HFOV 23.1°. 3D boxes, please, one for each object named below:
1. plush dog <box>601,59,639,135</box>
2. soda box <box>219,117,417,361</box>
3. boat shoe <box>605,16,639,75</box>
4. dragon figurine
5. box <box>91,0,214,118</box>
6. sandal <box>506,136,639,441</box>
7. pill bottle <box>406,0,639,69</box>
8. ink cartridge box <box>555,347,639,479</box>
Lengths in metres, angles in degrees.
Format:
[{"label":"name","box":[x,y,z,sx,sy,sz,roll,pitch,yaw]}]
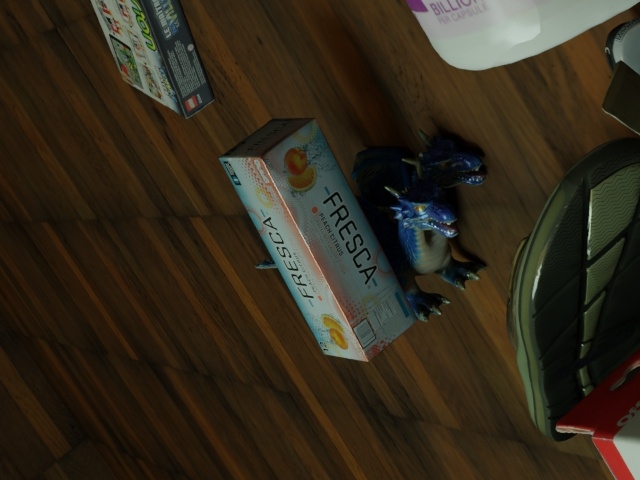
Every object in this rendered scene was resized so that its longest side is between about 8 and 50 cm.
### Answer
[{"label":"plush dog","box":[0.262,-0.041,0.605,0.225,0.210,0.262,-28,89,46]},{"label":"soda box","box":[0.000,0.000,1.163,0.063,0.058,0.183,5,127,55]},{"label":"boat shoe","box":[0.207,-0.065,0.889,0.142,0.049,0.040,59,177,-13]},{"label":"dragon figurine","box":[0.038,-0.021,1.239,0.289,0.085,0.144,12,133,53]},{"label":"box","box":[-0.171,-0.218,1.436,0.114,0.036,0.207,33,151,42]},{"label":"sandal","box":[0.165,0.036,1.041,0.086,0.120,0.303,57,164,30]},{"label":"pill bottle","box":[0.058,-0.246,0.730,0.301,0.169,0.169,58,158,-14]},{"label":"ink cartridge box","box":[0.259,0.109,0.923,0.078,0.134,0.231,57,159,-13]}]
